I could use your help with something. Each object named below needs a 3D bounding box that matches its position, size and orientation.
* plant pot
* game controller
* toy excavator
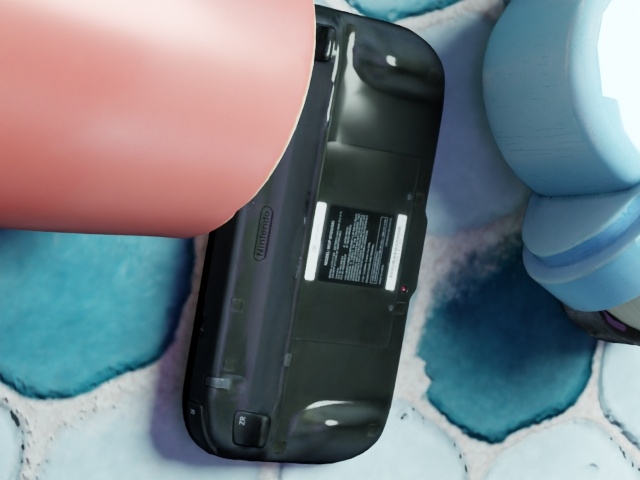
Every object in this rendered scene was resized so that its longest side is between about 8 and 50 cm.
[{"bbox_3d":[-0.154,-0.123,0.855,0.243,0.275,0.275,16,89,-36],"label":"plant pot"},{"bbox_3d":[0.000,0.000,1.054,0.166,0.067,0.319,8,94,-41],"label":"game controller"},{"bbox_3d":[0.218,-0.189,1.063,0.445,0.222,0.433,37,79,-17],"label":"toy excavator"}]
